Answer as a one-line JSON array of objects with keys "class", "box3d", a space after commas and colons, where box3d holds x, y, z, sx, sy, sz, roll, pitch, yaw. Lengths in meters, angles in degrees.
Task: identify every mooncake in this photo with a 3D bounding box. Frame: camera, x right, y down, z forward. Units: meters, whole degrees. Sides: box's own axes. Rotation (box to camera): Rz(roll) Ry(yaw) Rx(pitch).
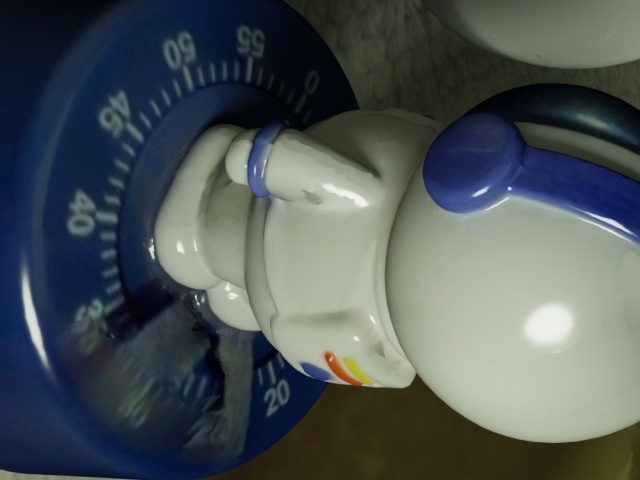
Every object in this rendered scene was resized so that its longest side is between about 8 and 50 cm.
[{"class": "mooncake", "box3d": [0.076, 0.118, 0.830, 0.155, 0.284, 0.284, 37, 67, -48]}]

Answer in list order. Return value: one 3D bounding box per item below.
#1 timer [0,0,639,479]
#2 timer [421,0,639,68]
[{"class": "timer", "box3d": [0.000, 0.000, 0.650, 0.270, 0.384, 0.270, -8, 101, -49]}, {"class": "timer", "box3d": [0.158, -0.275, 0.928, 0.285, 0.285, 0.285, -8, 101, -48]}]
